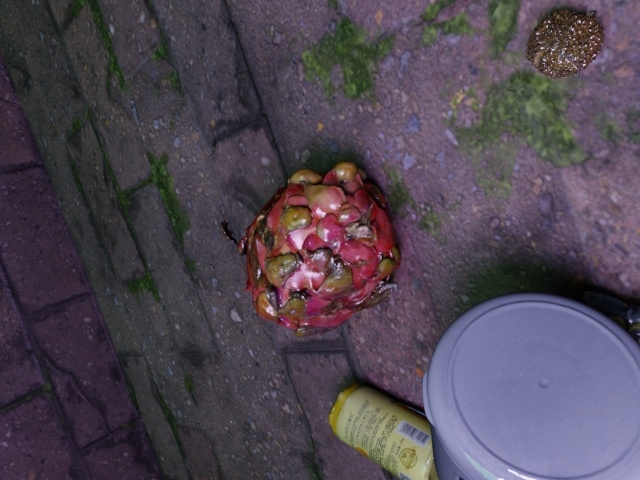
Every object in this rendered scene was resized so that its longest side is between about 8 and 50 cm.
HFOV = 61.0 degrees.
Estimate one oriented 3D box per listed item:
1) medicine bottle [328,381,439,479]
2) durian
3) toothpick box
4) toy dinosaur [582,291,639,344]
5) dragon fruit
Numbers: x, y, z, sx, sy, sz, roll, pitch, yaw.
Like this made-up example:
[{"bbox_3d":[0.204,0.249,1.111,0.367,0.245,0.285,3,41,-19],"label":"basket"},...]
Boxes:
[{"bbox_3d":[0.126,0.354,1.004,0.238,0.124,0.124,19,120,41],"label":"medicine bottle"},{"bbox_3d":[0.283,-0.229,0.627,0.080,0.080,0.091,39,90,28],"label":"durian"},{"bbox_3d":[0.259,0.239,0.699,0.263,0.263,0.355,34,157,31],"label":"toothpick box"},{"bbox_3d":[0.424,0.141,0.632,0.259,0.094,0.153,44,136,13],"label":"toy dinosaur"},{"bbox_3d":[0.000,0.000,0.890,0.269,0.250,0.291,61,147,34],"label":"dragon fruit"}]
